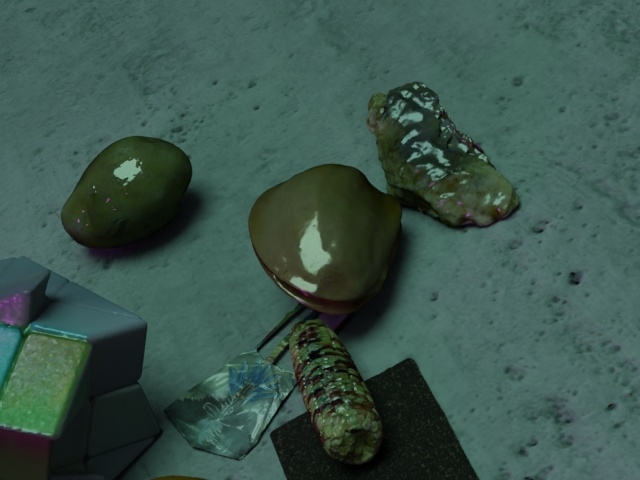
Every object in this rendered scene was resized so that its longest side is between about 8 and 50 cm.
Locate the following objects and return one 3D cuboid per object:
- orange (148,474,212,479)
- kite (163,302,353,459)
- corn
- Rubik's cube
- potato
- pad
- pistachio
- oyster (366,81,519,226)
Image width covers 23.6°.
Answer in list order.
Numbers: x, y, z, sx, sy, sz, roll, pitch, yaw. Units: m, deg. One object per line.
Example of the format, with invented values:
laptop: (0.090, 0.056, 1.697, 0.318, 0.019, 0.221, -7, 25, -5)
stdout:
orange: (-0.178, 0.401, 1.743, 0.264, 0.264, 0.264, -17, 39, 14)
kite: (-0.064, 0.178, 2.109, 0.310, 0.015, 0.169, -42, 41, -16)
corn: (0.015, 0.191, 1.976, 0.086, 0.086, 0.253, -28, 35, 0)
Rubik's cube: (-0.419, 0.212, 2.035, 0.387, 0.358, 0.368, 23, 25, 37)
potato: (-0.312, -0.075, 2.439, 0.235, 0.160, 0.178, -35, -3, 13)
pad: (0.072, 0.292, 1.895, 0.220, 0.004, 0.330, -28, 37, 1)
pistachio: (0.000, 0.000, 2.134, 0.213, 0.163, 0.260, 5, 35, 9)
oyster: (0.152, -0.135, 2.251, 0.166, 0.110, 0.341, -30, 50, 7)
